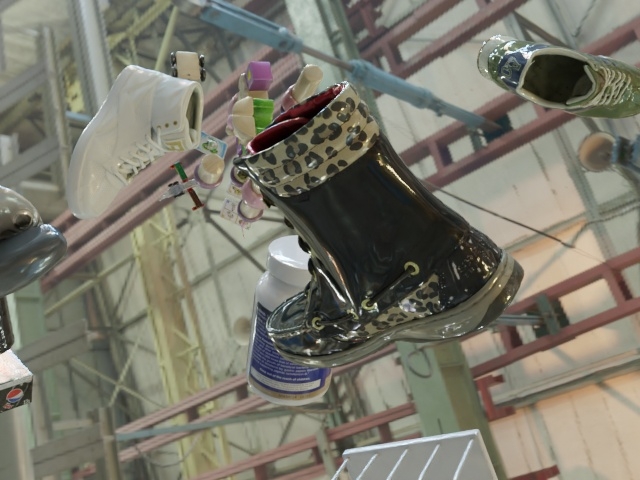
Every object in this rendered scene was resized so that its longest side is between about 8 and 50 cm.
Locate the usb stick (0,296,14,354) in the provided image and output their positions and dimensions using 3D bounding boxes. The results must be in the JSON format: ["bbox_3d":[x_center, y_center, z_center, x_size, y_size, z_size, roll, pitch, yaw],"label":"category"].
[{"bbox_3d":[-0.416,0.028,0.911,0.077,0.045,0.278,31,-46,24],"label":"usb stick"}]

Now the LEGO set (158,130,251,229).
[{"bbox_3d":[-0.252,-0.142,1.694,0.060,0.244,0.182,-28,-137,54],"label":"LEGO set"}]

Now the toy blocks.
[{"bbox_3d":[-0.155,-0.183,1.504,0.260,0.309,0.288,132,-46,-62],"label":"toy blocks"}]

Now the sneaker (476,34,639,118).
[{"bbox_3d":[0.252,-0.149,0.728,0.086,0.192,0.064,-110,-147,-64],"label":"sneaker"}]

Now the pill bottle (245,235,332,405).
[{"bbox_3d":[-0.041,0.134,1.276,0.153,0.153,0.264,31,-55,37],"label":"pill bottle"}]

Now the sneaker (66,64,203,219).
[{"bbox_3d":[-0.302,-0.159,1.268,0.169,0.108,0.292,14,-106,20],"label":"sneaker"}]

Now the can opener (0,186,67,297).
[{"bbox_3d":[-0.362,0.055,0.657,0.280,0.074,0.093,-37,-143,-13],"label":"can opener"}]

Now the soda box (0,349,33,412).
[{"bbox_3d":[-0.494,0.184,1.120,0.169,0.060,0.053,32,-58,34],"label":"soda box"}]

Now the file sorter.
[{"bbox_3d":[0.164,0.480,1.333,0.278,0.173,0.192,-18,-83,29],"label":"file sorter"}]

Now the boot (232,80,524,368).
[{"bbox_3d":[0.001,-0.001,0.531,0.236,0.178,0.085,-20,-151,48],"label":"boot"}]
